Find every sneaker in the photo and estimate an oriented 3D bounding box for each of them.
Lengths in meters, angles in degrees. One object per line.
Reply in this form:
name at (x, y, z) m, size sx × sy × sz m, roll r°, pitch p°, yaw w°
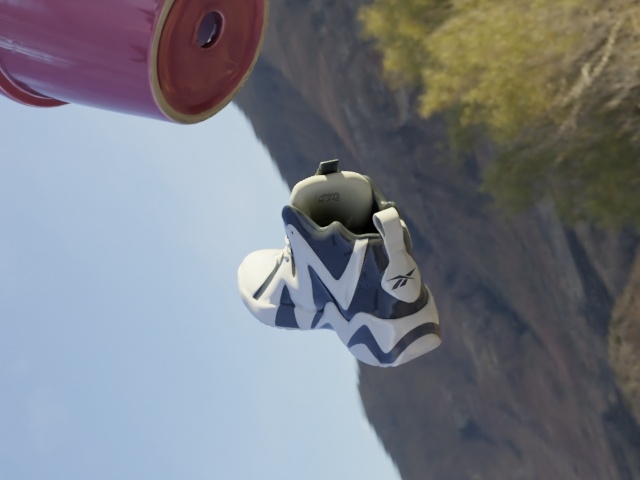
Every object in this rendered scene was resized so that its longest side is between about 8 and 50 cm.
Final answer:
sneaker at (0.000, 0.000, 0.969) m, size 0.235 × 0.094 × 0.153 m, roll 25°, pitch 130°, yaw 56°

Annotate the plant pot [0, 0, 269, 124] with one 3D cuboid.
plant pot at (-0.145, -0.173, 0.836) m, size 0.180 × 0.201 × 0.201 m, roll 27°, pitch 162°, yaw 26°
